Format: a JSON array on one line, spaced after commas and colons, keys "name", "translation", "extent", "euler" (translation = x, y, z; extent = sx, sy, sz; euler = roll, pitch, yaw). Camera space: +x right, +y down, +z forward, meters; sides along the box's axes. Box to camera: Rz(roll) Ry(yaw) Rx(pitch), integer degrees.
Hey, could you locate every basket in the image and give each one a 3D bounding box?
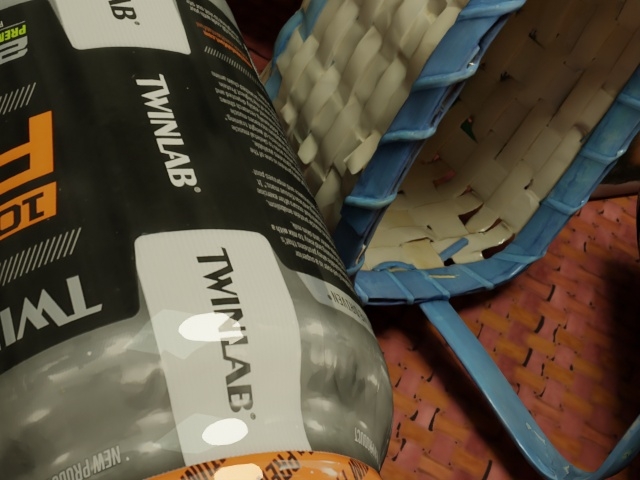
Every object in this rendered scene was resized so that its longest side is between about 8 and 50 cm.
[{"name": "basket", "translation": [0.113, -0.053, 0.622], "extent": [0.201, 0.254, 0.289], "euler": [-3, 47, -42]}]

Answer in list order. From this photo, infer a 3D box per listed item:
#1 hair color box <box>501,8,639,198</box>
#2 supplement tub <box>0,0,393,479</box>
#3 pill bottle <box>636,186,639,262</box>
[{"name": "hair color box", "translation": [0.312, -0.143, 0.875], "extent": [0.375, 0.185, 0.113], "euler": [-7, 52, -29]}, {"name": "supplement tub", "translation": [-0.088, 0.023, 0.529], "extent": [0.194, 0.193, 0.316], "euler": [-3, 49, -26]}, {"name": "pill bottle", "translation": [0.272, 0.081, 0.633], "extent": [0.188, 0.188, 0.334], "euler": [17, 43, -8]}]
